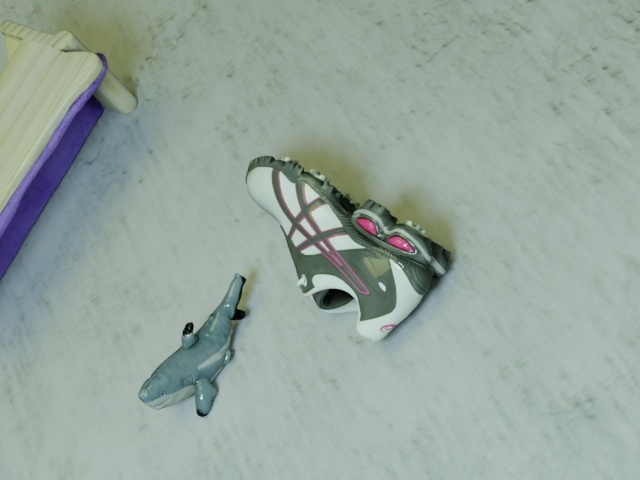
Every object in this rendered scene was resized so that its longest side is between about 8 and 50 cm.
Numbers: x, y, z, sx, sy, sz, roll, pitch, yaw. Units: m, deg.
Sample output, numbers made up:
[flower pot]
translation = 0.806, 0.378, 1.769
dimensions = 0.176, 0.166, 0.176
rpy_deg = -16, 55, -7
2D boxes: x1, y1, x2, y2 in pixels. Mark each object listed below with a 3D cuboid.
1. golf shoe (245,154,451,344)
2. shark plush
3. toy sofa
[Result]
[golf shoe]
translation = 0.000, 0.000, 1.854
dimensions = 0.273, 0.105, 0.120
rpy_deg = 31, 88, 44
[shark plush]
translation = -0.119, 0.108, 1.883
dimensions = 0.161, 0.067, 0.073
rpy_deg = -48, 45, -2
[toy sofa]
translation = -0.351, -0.055, 2.102
dimensions = 0.177, 0.150, 0.363
rpy_deg = 19, 73, 36
